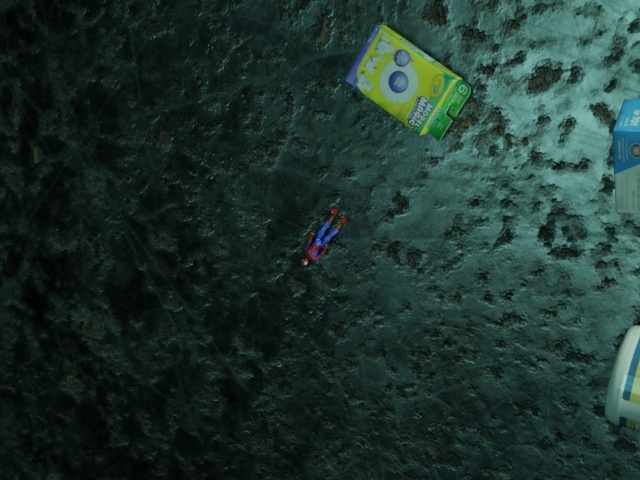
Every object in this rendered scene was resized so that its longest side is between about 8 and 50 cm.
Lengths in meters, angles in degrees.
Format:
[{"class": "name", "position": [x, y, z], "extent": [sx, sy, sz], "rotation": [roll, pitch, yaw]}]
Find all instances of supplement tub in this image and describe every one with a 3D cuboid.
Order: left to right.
[{"class": "supplement tub", "position": [0.503, 0.207, 1.206], "extent": [0.199, 0.144, 0.144], "rotation": [15, 108, 26]}]

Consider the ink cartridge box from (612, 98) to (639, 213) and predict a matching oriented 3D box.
[{"class": "ink cartridge box", "position": [0.487, -0.105, 1.156], "extent": [0.190, 0.082, 0.140], "rotation": [7, 131, 29]}]

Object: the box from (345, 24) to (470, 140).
[{"class": "box", "position": [0.136, -0.241, 1.371], "extent": [0.179, 0.043, 0.105], "rotation": [38, 117, 15]}]

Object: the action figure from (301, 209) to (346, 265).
[{"class": "action figure", "position": [0.000, 0.000, 1.509], "extent": [0.038, 0.030, 0.115], "rotation": [40, 119, 10]}]
